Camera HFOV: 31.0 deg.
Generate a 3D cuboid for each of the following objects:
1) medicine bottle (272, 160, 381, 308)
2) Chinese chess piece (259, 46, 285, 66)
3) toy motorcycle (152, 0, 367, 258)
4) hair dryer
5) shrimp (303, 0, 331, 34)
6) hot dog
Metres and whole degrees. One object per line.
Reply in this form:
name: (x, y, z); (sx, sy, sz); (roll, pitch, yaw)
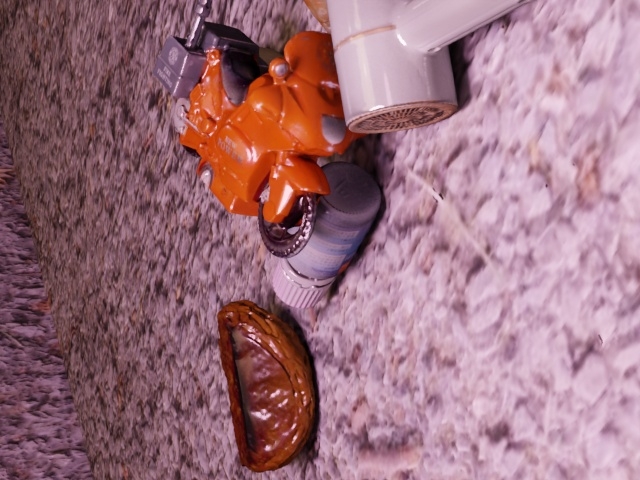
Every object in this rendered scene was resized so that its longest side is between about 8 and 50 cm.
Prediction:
medicine bottle: (0.000, 0.000, 1.298); (0.203, 0.083, 0.083); (120, 137, -52)
Chinese chess piece: (-0.083, -0.150, 1.458); (0.188, 0.083, 0.188); (177, 90, -68)
toy motorcycle: (-0.065, -0.143, 1.226); (0.326, 0.147, 0.221); (47, 120, 44)
hair dryer: (0.128, -0.215, 0.967); (0.357, 0.107, 0.173); (-18, 80, 57)
shrimp: (-0.016, -0.325, 1.154); (0.289, 0.075, 0.178); (47, -156, -55)
hot dog: (-0.074, 0.189, 1.500); (0.160, 0.099, 0.227); (-157, 61, -63)
